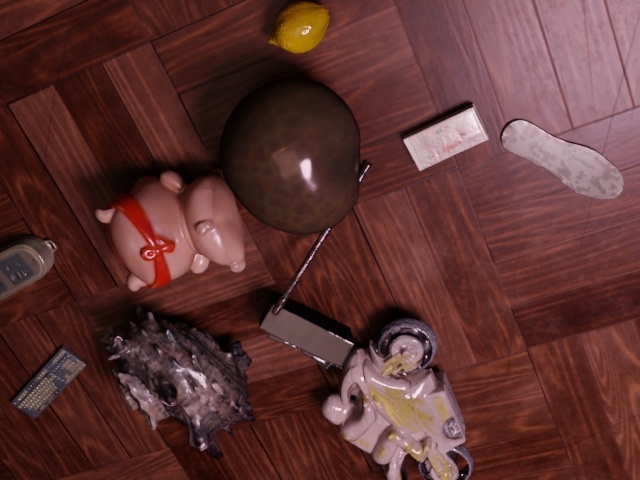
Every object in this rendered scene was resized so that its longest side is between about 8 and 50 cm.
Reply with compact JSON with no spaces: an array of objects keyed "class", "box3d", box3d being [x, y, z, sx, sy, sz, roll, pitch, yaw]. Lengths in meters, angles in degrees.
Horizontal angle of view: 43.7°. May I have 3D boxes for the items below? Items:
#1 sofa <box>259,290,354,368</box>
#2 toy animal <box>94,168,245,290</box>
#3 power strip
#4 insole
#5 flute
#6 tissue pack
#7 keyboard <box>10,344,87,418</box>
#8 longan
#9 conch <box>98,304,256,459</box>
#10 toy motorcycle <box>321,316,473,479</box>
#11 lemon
[{"class":"sofa","box3d":[-0.024,0.144,1.256,0.147,0.085,0.060,26,100,-8]},{"class":"toy animal","box3d":[-0.217,-0.014,1.169,0.198,0.171,0.171,-12,115,5]},{"class":"power strip","box3d":[-0.550,0.070,1.311,0.286,0.048,0.080,-25,113,17]},{"class":"insole","box3d":[0.343,-0.113,1.125,0.193,0.006,0.065,26,118,-6]},{"class":"flute","box3d":[0.000,0.000,1.178,0.014,0.014,0.269,31,99,-9]},{"class":"tissue pack","box3d":[0.176,-0.145,1.119,0.108,0.023,0.056,-23,112,18]},{"class":"keyboard","box3d":[-0.484,0.254,1.416,0.055,0.014,0.176,39,116,-17]},{"class":"longan","box3d":[-0.037,-0.112,1.075,0.198,0.198,0.212,-16,118,15]},{"class":"conch","box3d":[-0.238,0.236,1.293,0.241,0.186,0.313,-13,138,43]},{"class":"toy motorcycle","box3d":[0.119,0.285,1.303,0.223,0.108,0.340,-16,113,15]},{"class":"lemon","box3d":[-0.029,-0.281,1.054,0.092,0.065,0.065,-22,113,17]}]
